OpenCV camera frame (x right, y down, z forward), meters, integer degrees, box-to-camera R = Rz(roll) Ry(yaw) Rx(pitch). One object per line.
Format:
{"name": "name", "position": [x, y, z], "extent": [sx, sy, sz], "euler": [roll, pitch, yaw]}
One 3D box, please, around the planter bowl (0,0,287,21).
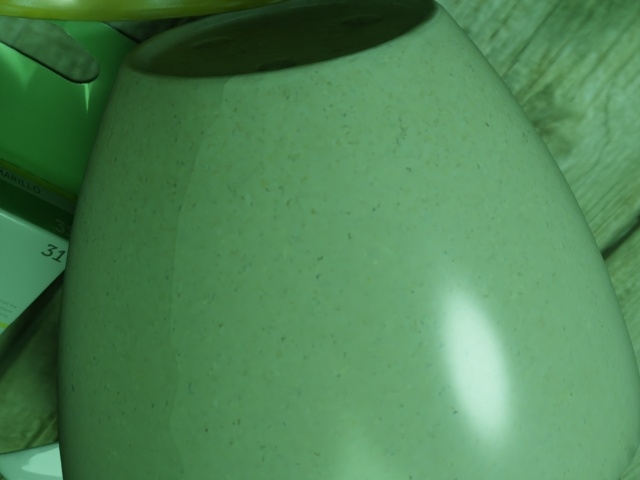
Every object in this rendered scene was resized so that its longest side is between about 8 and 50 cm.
{"name": "planter bowl", "position": [-0.088, -0.170, 0.637], "extent": [0.217, 0.090, 0.217], "euler": [-3, 178, 0]}

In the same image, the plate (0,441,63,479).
{"name": "plate", "position": [-0.060, 0.162, 0.945], "extent": [0.278, 0.045, 0.277], "euler": [-11, 163, -1]}

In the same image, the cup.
{"name": "cup", "position": [0.000, 0.000, 0.729], "extent": [0.331, 0.331, 0.237], "euler": [-10, 112, -2]}

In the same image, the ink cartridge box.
{"name": "ink cartridge box", "position": [-0.211, -0.044, 0.793], "extent": [0.171, 0.056, 0.235], "euler": [28, 125, -32]}
